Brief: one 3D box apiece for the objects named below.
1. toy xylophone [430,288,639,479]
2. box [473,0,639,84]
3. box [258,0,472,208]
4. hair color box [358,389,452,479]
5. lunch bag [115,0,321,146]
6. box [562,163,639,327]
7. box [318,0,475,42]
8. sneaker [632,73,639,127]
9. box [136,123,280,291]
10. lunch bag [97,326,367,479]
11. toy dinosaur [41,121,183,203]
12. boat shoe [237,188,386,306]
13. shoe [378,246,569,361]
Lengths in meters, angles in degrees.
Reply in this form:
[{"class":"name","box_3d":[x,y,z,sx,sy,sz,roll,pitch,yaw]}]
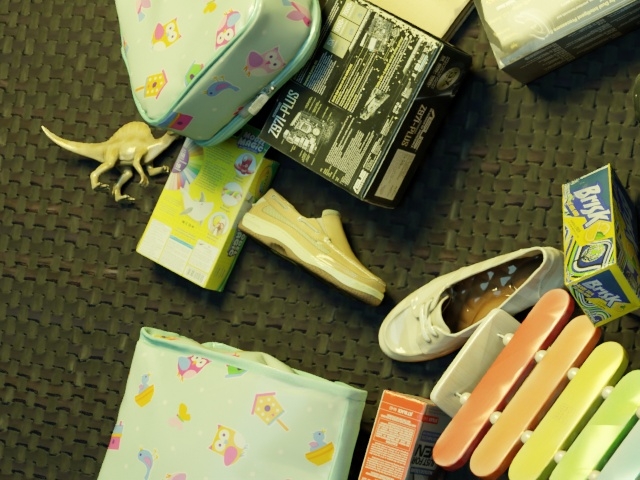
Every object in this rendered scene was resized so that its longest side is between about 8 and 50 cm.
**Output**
[{"class":"toy xylophone","box_3d":[0.250,0.145,1.731,0.322,0.081,0.236,15,69,54]},{"class":"box","box_3d":[0.282,-0.332,1.871,0.307,0.076,0.242,-27,70,21]},{"class":"box","box_3d":[0.046,-0.146,1.938,0.147,0.077,0.180,31,99,29]},{"class":"hair color box","box_3d":[0.080,0.238,1.862,0.053,0.093,0.167,17,89,29]},{"class":"lunch bag","box_3d":[-0.105,-0.248,1.987,0.224,0.108,0.279,-40,45,27]},{"class":"box","box_3d":[0.265,0.002,1.776,0.054,0.059,0.169,-25,29,21]},{"class":"box","box_3d":[0.052,-0.253,2.006,0.201,0.021,0.164,42,103,25]},{"class":"sneaker","box_3d":[0.350,-0.104,1.796,0.124,0.107,0.283,19,86,43]},{"class":"box","box_3d":[-0.118,-0.047,2.047,0.105,0.043,0.179,27,96,29]},{"class":"lunch bag","box_3d":[-0.079,0.224,1.912,0.262,0.160,0.223,13,86,34]},{"class":"toy dinosaur","box_3d":[-0.226,-0.092,2.116,0.183,0.053,0.093,-4,63,19]},{"class":"boat shoe","box_3d":[0.000,0.000,1.967,0.190,0.068,0.072,31,83,28]},{"class":"shoe","box_3d":[0.146,0.058,1.880,0.219,0.058,0.076,-26,70,21]}]
